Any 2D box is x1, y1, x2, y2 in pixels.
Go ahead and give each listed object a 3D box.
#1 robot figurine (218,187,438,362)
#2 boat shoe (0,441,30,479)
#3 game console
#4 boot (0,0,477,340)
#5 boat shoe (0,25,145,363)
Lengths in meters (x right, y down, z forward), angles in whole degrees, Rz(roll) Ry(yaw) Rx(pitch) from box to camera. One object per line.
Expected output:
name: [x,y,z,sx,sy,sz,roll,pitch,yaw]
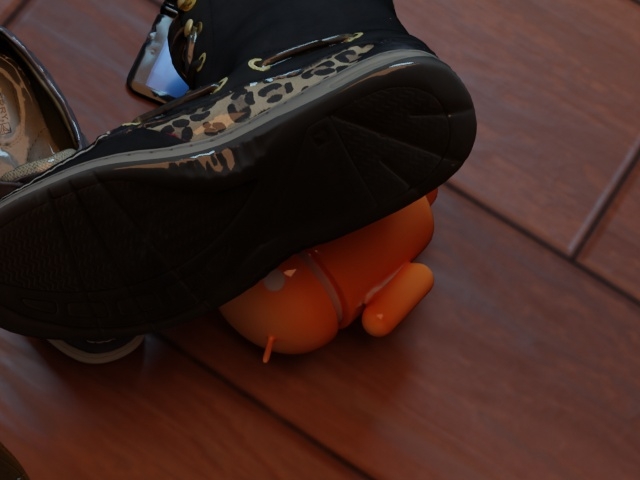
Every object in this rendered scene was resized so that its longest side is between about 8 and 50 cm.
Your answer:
robot figurine: [0.001,0.001,1.517,0.219,0.128,0.158,-44,103,-22]
boat shoe: [-0.253,0.172,1.451,0.056,0.049,0.152,-24,90,-28]
game console: [-0.069,-0.165,1.604,0.144,0.124,0.085,23,39,1]
boot: [-0.085,-0.084,1.455,0.377,0.138,0.284,-25,29,7]
boat shoe: [-0.217,-0.040,1.521,0.103,0.092,0.285,-20,71,-15]
